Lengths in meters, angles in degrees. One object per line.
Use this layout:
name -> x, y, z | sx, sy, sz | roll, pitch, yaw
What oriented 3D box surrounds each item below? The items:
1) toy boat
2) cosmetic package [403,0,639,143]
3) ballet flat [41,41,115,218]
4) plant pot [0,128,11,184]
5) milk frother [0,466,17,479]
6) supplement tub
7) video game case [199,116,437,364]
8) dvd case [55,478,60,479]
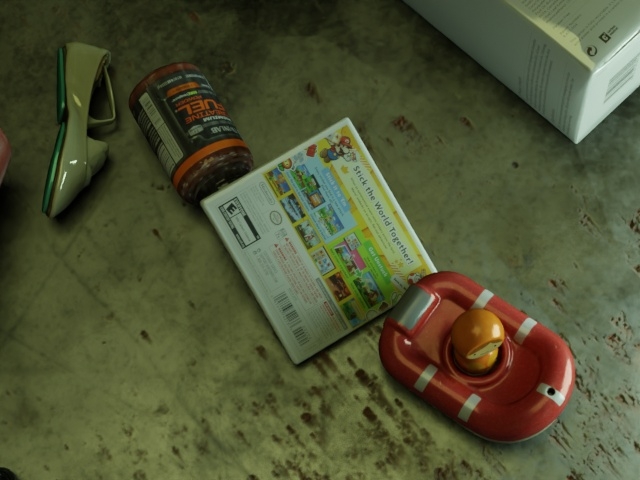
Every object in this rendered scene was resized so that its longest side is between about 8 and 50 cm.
toy boat -> 0.179, 0.124, 1.605 | 0.231, 0.151, 0.151 | 33, 75, 16
cosmetic package -> 0.238, -0.316, 1.751 | 0.155, 0.197, 0.365 | -42, 73, -12
ballet flat -> -0.302, -0.141, 1.792 | 0.086, 0.086, 0.249 | -1, 68, 4
plant pot -> -0.513, -0.039, 1.680 | 0.272, 0.272, 0.265 | 15, 63, 10
milk frother -> -0.434, 0.285, 1.601 | 0.129, 0.135, 0.143 | 41, 77, 17
supplement tub -> -0.151, -0.118, 1.753 | 0.106, 0.106, 0.198 | -30, 70, -7
video game case -> 0.000, 0.000, 1.690 | 0.206, 0.026, 0.227 | -31, 93, -7
dvd case -> -0.286, 0.406, 1.604 | 0.164, 0.018, 0.221 | 25, 72, 12
